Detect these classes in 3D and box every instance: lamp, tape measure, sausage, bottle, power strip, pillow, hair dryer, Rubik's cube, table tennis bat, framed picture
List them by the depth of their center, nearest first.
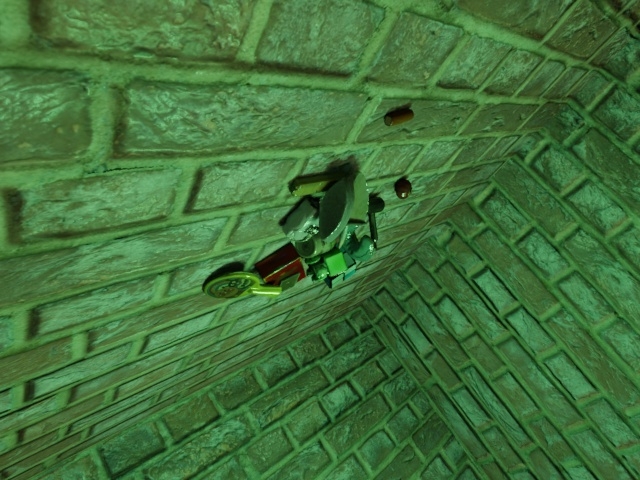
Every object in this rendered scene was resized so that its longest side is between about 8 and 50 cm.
[{"bbox_3d":[0.283,-0.438,1.471,0.131,0.041,0.039,-25,137,-31],"label":"sausage"},{"bbox_3d":[0.003,-0.210,1.522,0.305,0.044,0.064,-16,152,-42],"label":"power strip"},{"bbox_3d":[-0.046,-0.076,1.654,0.196,0.105,0.178,-48,159,27],"label":"tape measure"},{"bbox_3d":[-0.321,0.204,1.769,0.369,0.054,0.224,14,139,-42],"label":"table tennis bat"},{"bbox_3d":[0.000,0.000,1.888,0.120,0.120,0.253,-48,164,31],"label":"bottle"},{"bbox_3d":[0.236,-0.078,1.969,0.078,0.248,0.196,-7,-175,41],"label":"hair dryer"},{"bbox_3d":[0.165,-0.003,1.996,0.086,0.233,0.214,-30,169,-28],"label":"pillow"},{"bbox_3d":[-0.158,0.210,2.003,0.109,0.011,0.149,-23,158,-28],"label":"framed picture"},{"bbox_3d":[0.414,-0.254,2.062,0.101,0.090,0.101,-44,143,-46],"label":"lamp"},{"bbox_3d":[0.074,0.128,2.227,0.180,0.183,0.167,-35,163,-12],"label":"Rubik's cube"}]

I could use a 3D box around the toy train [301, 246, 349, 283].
[{"bbox_3d":[0.012,0.098,1.988,0.188,0.132,0.243,-23,-160,-11],"label":"toy train"}]

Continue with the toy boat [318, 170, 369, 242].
[{"bbox_3d":[0.103,-0.142,1.600,0.293,0.111,0.275,-33,141,-48],"label":"toy boat"}]

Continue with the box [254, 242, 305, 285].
[{"bbox_3d":[-0.182,0.145,1.959,0.198,0.089,0.313,-30,161,-9],"label":"box"}]

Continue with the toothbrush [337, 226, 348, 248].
[{"bbox_3d":[0.127,-0.098,1.905,0.037,0.028,0.375,-19,141,-32],"label":"toothbrush"}]
